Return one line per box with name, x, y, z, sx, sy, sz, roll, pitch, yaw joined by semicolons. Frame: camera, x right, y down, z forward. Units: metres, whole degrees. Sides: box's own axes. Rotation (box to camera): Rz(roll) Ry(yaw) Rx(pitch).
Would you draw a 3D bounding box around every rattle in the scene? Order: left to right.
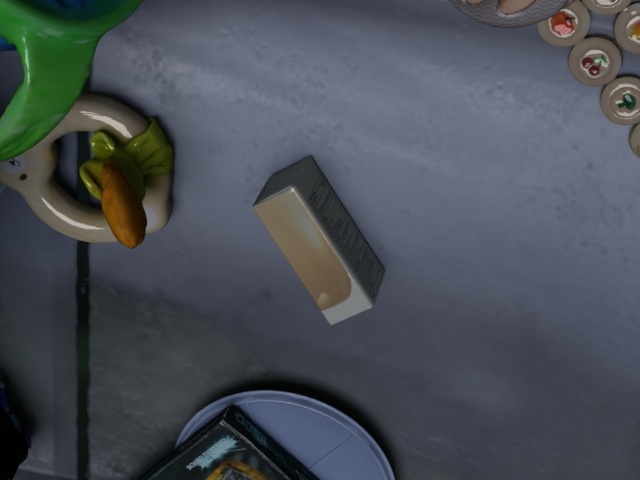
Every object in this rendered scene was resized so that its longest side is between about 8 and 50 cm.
rattle;-0.219;-0.034;0.933;0.199;0.143;0.130;7;138;3

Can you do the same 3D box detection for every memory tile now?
memory tile;0.229;-0.131;0.840;0.113;0.012;0.148;-35;105;27

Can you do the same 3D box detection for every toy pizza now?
toy pizza;-0.031;0.211;1.075;0.201;0.032;0.201;5;118;10

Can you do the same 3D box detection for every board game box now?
board game box;-0.096;0.236;1.067;0.126;0.026;0.186;44;118;-11

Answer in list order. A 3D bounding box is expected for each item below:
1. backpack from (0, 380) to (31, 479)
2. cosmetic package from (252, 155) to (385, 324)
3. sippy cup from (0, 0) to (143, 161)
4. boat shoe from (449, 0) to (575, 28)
backpack;-0.356;0.155;1.067;0.158;0.117;0.173;-14;119;22
cosmetic package;0.000;0.000;0.938;0.041;0.060;0.115;-25;108;24
sippy cup;-0.263;-0.216;0.804;0.224;0.305;0.240;-14;142;32
boat shoe;0.081;-0.284;0.739;0.123;0.116;0.324;-18;94;38
